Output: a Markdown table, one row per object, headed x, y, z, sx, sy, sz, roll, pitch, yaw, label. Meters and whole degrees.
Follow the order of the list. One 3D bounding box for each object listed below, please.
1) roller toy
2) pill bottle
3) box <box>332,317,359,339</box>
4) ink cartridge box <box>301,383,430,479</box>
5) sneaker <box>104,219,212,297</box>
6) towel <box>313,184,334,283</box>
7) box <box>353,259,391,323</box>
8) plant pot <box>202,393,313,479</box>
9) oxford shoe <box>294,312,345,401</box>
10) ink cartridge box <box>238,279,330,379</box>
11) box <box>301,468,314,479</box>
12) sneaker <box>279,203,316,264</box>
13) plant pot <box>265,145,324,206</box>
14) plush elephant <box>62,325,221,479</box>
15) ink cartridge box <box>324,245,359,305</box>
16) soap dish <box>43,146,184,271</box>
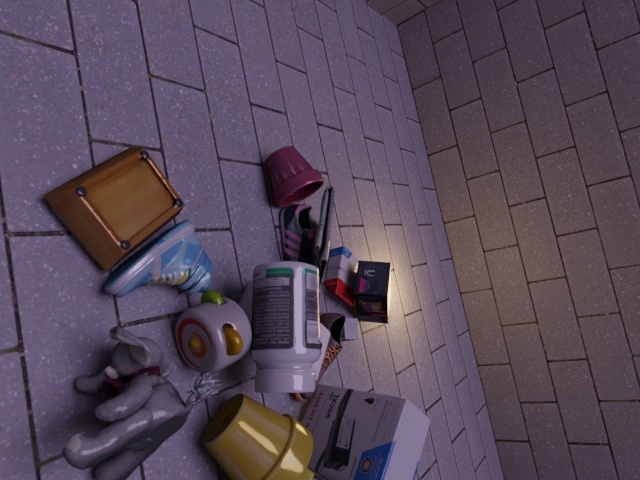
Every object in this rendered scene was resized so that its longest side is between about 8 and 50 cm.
| x | y | z | sx | sy | sz | roll | pitch | yaw | label |
| --- | --- | --- | --- | --- | --- | --- | --- | --- | --- |
| -0.301 | 0.266 | 1.244 | 0.209 | 0.191 | 0.146 | 42 | 32 | 20 | roller toy |
| -0.102 | 0.255 | 1.312 | 0.204 | 0.204 | 0.361 | 20 | 63 | -49 | pill bottle |
| 0.089 | 0.363 | 1.816 | 0.102 | 0.101 | 0.087 | 16 | 64 | -50 | box |
| 0.116 | 0.654 | 1.460 | 0.166 | 0.395 | 0.285 | 47 | 54 | -29 | ink cartridge box |
| -0.411 | 0.098 | 1.222 | 0.208 | 0.127 | 0.319 | 60 | 39 | -17 | sneaker |
| 0.000 | 0.000 | 1.738 | 0.312 | 0.056 | 0.324 | 104 | -7 | -62 | towel |
| 0.228 | 0.227 | 1.930 | 0.270 | 0.143 | 0.165 | 79 | 18 | -53 | box |
| -0.188 | 0.571 | 1.259 | 0.239 | 0.254 | 0.254 | 47 | 42 | -12 | plant pot |
| -0.002 | 0.414 | 1.645 | 0.130 | 0.133 | 0.363 | 50 | 43 | -34 | oxford shoe |
| -0.129 | 0.311 | 1.525 | 0.353 | 0.119 | 0.207 | 48 | 45 | -31 | ink cartridge box |
| -0.112 | 0.717 | 1.293 | 0.058 | 0.232 | 0.087 | 41 | 44 | -8 | box |
| -0.070 | 0.014 | 1.709 | 0.112 | 0.131 | 0.319 | -4 | 81 | -54 | sneaker |
| -0.115 | -0.253 | 1.719 | 0.201 | 0.201 | 0.180 | -19 | 77 | -55 | plant pot |
| -0.433 | 0.337 | 1.020 | 0.330 | 0.255 | 0.272 | -35 | 153 | -21 | plush elephant |
| 0.091 | 0.158 | 1.919 | 0.134 | 0.078 | 0.231 | 41 | 47 | -37 | ink cartridge box |
| -0.511 | -0.097 | 1.165 | 0.229 | 0.118 | 0.291 | 59 | 39 | -20 | soap dish |
